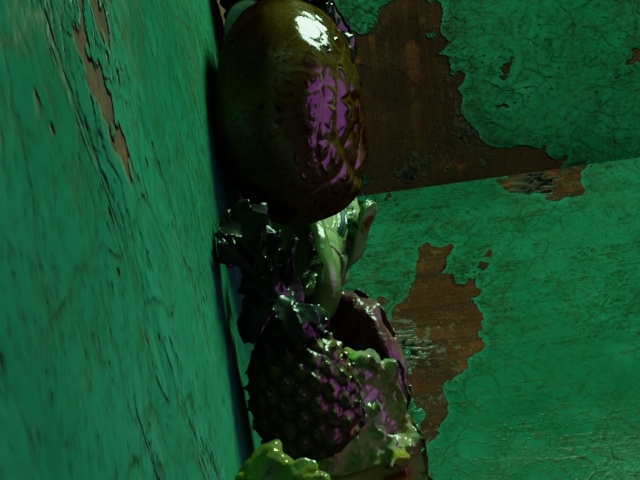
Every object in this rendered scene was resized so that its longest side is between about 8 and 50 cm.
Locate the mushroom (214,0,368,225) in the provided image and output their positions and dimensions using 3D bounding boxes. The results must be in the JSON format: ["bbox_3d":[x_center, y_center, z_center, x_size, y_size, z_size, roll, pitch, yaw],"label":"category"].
[{"bbox_3d":[-0.031,-0.137,1.271,0.253,0.153,0.253,-7,90,-82],"label":"mushroom"}]

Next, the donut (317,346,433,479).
[{"bbox_3d":[0.076,0.315,1.285,0.371,0.150,0.307,58,-20,28],"label":"donut"}]

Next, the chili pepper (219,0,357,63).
[{"bbox_3d":[-0.042,-0.263,1.428,0.264,0.148,0.116,87,-20,-52],"label":"chili pepper"}]

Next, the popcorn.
[{"bbox_3d":[-0.029,0.214,0.974,0.097,0.089,0.109,47,-17,13],"label":"popcorn"}]

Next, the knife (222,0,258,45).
[{"bbox_3d":[-0.075,-0.171,1.393,0.031,0.064,0.222,-129,-151,-59],"label":"knife"}]

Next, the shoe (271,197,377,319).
[{"bbox_3d":[-0.006,-0.002,1.420,0.262,0.128,0.140,-108,-151,-49],"label":"shoe"}]

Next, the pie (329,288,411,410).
[{"bbox_3d":[0.029,0.162,1.484,0.204,0.054,0.218,-30,-106,48],"label":"pie"}]

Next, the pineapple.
[{"bbox_3d":[-0.038,0.081,1.107,0.125,0.125,0.251,-92,164,-71],"label":"pineapple"}]
